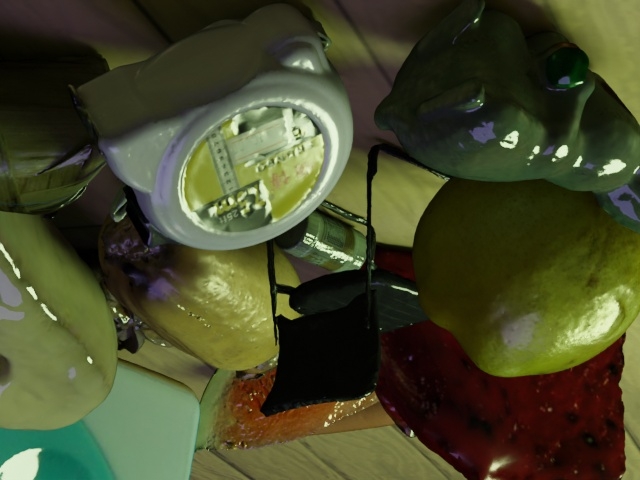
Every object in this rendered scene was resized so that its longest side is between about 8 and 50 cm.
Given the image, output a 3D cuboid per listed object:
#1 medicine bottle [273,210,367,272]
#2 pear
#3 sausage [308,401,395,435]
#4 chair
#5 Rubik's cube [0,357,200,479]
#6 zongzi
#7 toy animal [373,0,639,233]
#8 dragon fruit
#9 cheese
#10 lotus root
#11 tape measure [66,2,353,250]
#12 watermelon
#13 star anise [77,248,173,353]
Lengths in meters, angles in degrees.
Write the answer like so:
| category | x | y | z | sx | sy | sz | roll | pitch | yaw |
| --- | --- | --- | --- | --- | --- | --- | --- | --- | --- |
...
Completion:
| category | x | y | z | sx | sy | sz | roll | pitch | yaw |
| --- | --- | --- | --- | --- | --- | --- | --- | --- | --- |
| medicine bottle | 0.000 | 0.000 | 1.746 | 0.047 | 0.047 | 0.083 | -15 | 153 | 40 |
| pear | 0.173 | 0.010 | 1.529 | 0.200 | 0.200 | 0.200 | 4 | 159 | 1 |
| sausage | 0.034 | 0.170 | 2.134 | 0.289 | 0.086 | 0.086 | -13 | 153 | 35 |
| chair | 0.038 | 0.051 | 1.629 | 0.140 | 0.221 | 0.145 | -17 | 150 | 42 |
| Rubik's cube | -0.367 | 0.267 | 2.016 | 0.347 | 0.351 | 0.352 | 20 | 171 | -30 |
| zongzi | -0.287 | -0.069 | 1.513 | 0.221 | 0.112 | 0.242 | 1 | 163 | -21 |
| toy animal | 0.171 | -0.081 | 1.401 | 0.251 | 0.125 | 0.127 | 24 | 174 | -34 |
| dragon fruit | 0.153 | 0.091 | 1.855 | 0.330 | 0.240 | 0.302 | 34 | 179 | -14 |
| cheese | -0.364 | 0.082 | 1.747 | 0.351 | 0.129 | 0.328 | -24 | 133 | 19 |
| lotus root | -0.104 | 0.034 | 1.739 | 0.146 | 0.131 | 0.303 | 25 | 168 | 31 |
| tape measure | -0.074 | -0.079 | 1.404 | 0.196 | 0.105 | 0.178 | -24 | 136 | -12 |
| watermelon | -0.028 | 0.150 | 2.028 | 0.245 | 0.119 | 0.063 | -16 | 169 | -3 |
| star anise | -0.199 | 0.060 | 1.907 | 0.197 | 0.073 | 0.212 | -11 | 152 | 29 |
